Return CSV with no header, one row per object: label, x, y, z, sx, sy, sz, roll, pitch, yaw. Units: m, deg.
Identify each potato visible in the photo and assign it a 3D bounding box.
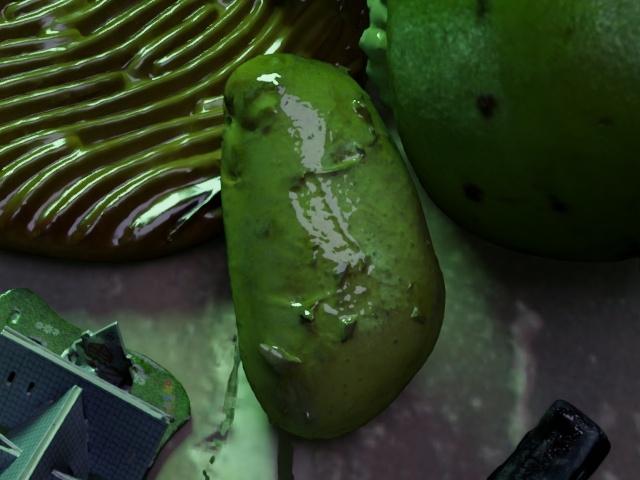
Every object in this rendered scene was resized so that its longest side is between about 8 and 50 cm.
potato,0.000,0.000,0.866,0.105,0.085,0.188,-15,91,-16

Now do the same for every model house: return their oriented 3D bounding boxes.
model house,-0.129,0.091,0.797,0.117,0.088,0.167,31,60,1

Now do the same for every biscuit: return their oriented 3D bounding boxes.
biscuit,-0.126,-0.134,0.943,0.318,0.040,0.318,6,61,-12

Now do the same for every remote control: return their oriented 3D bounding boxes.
remote control,0.108,0.119,0.888,0.039,0.014,0.096,41,60,8

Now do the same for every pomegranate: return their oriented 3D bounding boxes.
pomegranate,0.137,-0.145,0.870,0.260,0.341,0.260,-8,32,5
